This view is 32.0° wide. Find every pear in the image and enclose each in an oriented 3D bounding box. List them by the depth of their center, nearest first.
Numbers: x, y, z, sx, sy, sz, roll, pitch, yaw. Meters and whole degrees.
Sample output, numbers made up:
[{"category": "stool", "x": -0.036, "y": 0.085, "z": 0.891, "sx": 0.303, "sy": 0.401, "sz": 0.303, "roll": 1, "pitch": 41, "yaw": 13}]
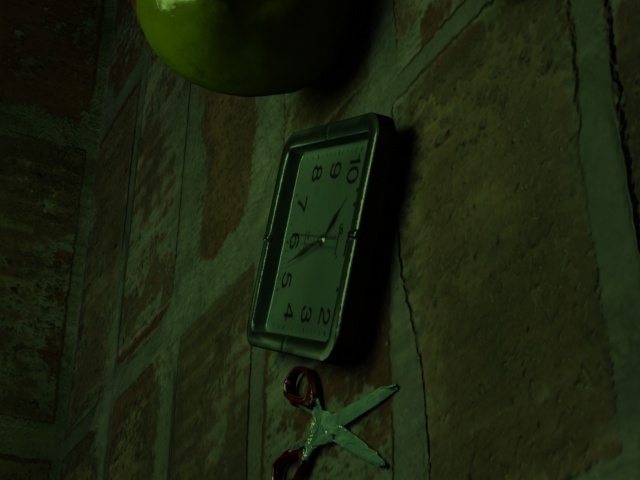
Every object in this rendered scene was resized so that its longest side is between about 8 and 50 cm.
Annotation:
[{"category": "pear", "x": -0.093, "y": -0.325, "z": 1.429, "sx": 0.375, "sy": 0.287, "sz": 0.287, "roll": -117, "pitch": 43, "yaw": -84}]

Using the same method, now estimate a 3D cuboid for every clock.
[{"category": "clock", "x": 0.001, "y": 0.000, "z": 1.284, "sx": 0.279, "sy": 0.049, "sz": 0.273, "roll": 0, "pitch": 78, "yaw": 66}]

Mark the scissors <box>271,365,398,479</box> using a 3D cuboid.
[{"category": "scissors", "x": 0.012, "y": 0.199, "z": 1.189, "sx": 0.248, "sy": 0.017, "sz": 0.144, "roll": -20, "pitch": 59, "yaw": 61}]
